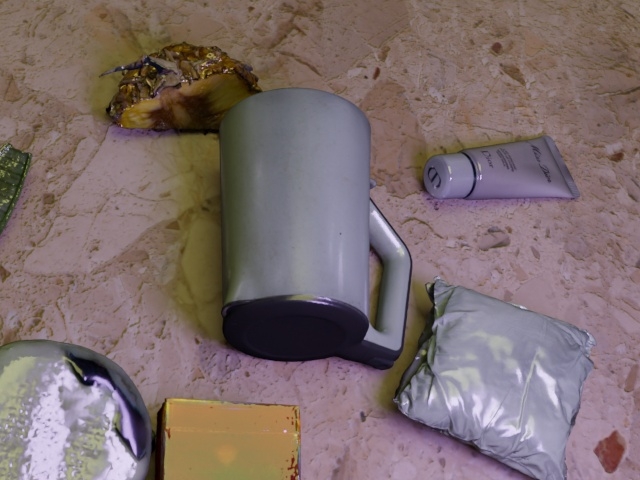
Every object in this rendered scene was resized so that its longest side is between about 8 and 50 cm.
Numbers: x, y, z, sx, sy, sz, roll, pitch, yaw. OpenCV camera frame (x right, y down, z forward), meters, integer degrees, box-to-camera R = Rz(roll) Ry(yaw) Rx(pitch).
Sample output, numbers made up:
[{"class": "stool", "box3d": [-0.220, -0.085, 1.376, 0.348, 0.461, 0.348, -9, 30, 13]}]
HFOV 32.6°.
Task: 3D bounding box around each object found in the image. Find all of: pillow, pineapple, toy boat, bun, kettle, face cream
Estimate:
[{"class": "pillow", "box3d": [0.277, 0.217, 1.720, 0.309, 0.138, 0.283, 22, 55, -6]}, {"class": "pineapple", "box3d": [-0.227, -0.288, 1.877, 0.334, 0.158, 0.161, -5, 60, -19]}, {"class": "toy boat", "box3d": [-0.532, -0.025, 1.680, 0.093, 0.055, 0.293, 24, 55, 0]}, {"class": "bun", "box3d": [-0.372, 0.275, 1.472, 0.283, 0.179, 0.283, 5, 79, -25]}, {"class": "kettle", "box3d": [0.000, 0.000, 1.746, 0.361, 0.250, 0.377, 24, 52, -36]}, {"class": "face cream", "box3d": [0.332, -0.125, 2.000, 0.314, 0.089, 0.143, -6, 60, -33]}]

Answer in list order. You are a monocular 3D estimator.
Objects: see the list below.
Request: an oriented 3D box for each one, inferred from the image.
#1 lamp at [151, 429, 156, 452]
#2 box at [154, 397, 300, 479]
[{"class": "lamp", "box3d": [-0.212, 0.271, 1.587, 0.121, 0.054, 0.041, -19, 65, -26]}, {"class": "box", "box3d": [-0.128, 0.381, 1.497, 0.197, 0.089, 0.313, 5, 68, -13]}]
